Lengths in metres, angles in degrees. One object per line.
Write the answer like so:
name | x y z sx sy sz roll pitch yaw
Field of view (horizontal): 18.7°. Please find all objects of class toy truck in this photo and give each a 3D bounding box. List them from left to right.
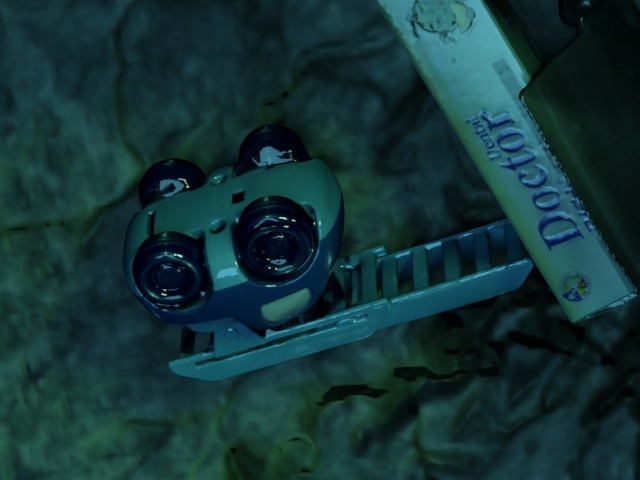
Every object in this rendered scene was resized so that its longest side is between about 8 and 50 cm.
toy truck | 0.000 0.000 0.678 0.136 0.063 0.074 -17 127 14

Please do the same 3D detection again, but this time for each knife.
knife | 0.097 -0.044 0.639 0.019 0.072 0.245 -19 108 50

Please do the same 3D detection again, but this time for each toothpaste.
toothpaste | 0.058 -0.052 0.653 0.034 0.046 0.164 -29 102 19
